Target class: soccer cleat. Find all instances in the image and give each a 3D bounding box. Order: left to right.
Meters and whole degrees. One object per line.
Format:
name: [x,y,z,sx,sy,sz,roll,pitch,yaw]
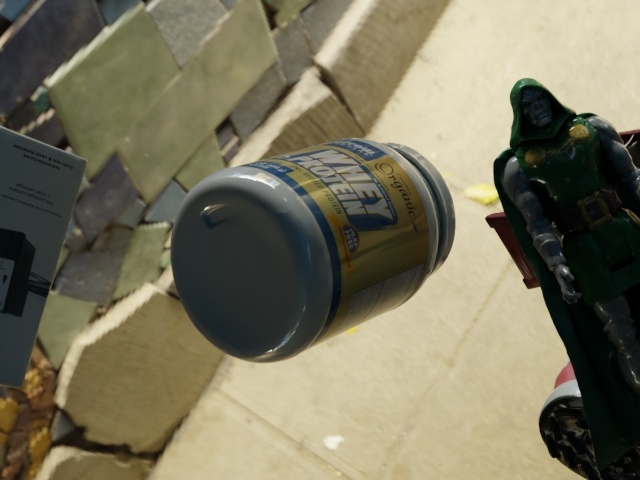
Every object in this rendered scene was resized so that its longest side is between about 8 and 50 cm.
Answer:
soccer cleat: [0.328,0.188,0.889,0.318,0.109,0.116,32,44,8]

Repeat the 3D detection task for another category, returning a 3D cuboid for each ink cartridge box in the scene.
ink cartridge box: [-0.294,0.021,0.989,0.153,0.087,0.208,-8,65,57]

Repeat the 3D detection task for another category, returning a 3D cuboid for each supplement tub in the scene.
supplement tub: [0.000,0.000,0.864,0.144,0.199,0.144,13,111,36]

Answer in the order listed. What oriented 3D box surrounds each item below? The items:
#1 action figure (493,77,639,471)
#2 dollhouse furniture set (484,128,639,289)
action figure: [0.173,0.007,0.673,0.137,0.063,0.232,-29,88,-1]
dollhouse furniture set: [0.407,0.065,1.467,0.201,0.152,0.374,-35,99,-24]
